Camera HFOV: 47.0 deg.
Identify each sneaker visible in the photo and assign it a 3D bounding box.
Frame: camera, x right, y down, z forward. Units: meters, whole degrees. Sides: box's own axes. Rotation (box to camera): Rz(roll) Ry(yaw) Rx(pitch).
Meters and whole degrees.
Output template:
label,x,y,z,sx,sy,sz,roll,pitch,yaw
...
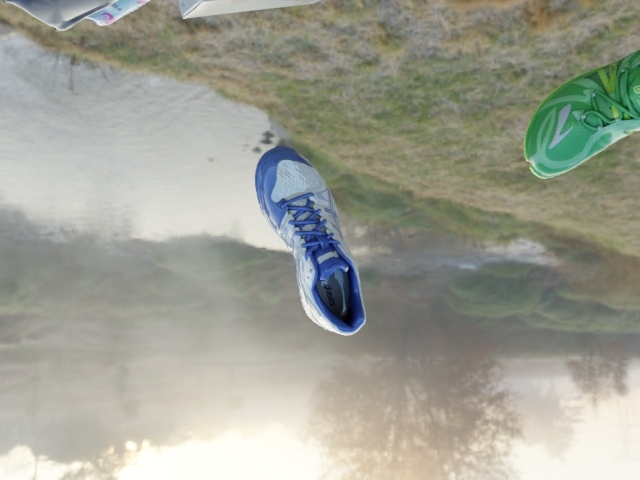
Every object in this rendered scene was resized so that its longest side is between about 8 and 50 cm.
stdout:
label,x,y,z,sx,sy,sz,roll,pitch,yaw
sneaker,0.000,0.000,1.078,0.112,0.296,0.131,-27,-165,-12
sneaker,0.395,-0.187,0.960,0.295,0.109,0.123,-35,-175,17

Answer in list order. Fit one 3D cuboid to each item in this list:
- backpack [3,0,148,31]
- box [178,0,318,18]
label,x,y,z,sx,sy,sz,roll,pitch,yaw
backpack,-0.277,-0.403,0.888,0.225,0.253,0.191,-19,167,26
box,-0.128,-0.535,1.444,0.311,0.148,0.121,-18,-171,-29
